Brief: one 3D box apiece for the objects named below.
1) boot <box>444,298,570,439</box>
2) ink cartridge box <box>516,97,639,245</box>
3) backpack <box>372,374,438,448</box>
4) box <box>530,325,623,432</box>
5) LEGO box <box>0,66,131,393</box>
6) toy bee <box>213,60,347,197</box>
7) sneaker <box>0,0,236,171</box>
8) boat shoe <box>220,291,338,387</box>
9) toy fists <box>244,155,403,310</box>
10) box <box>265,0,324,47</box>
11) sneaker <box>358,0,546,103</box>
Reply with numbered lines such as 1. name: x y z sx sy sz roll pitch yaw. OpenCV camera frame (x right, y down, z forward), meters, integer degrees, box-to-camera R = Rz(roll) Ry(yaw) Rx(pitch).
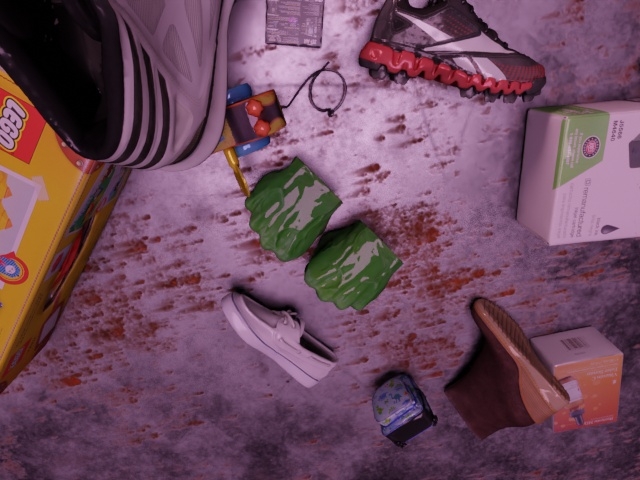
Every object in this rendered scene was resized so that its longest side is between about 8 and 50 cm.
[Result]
1. boot: 0.316 0.257 0.819 0.207 0.090 0.249 -42 80 35
2. ink cartridge box: 0.475 -0.114 0.664 0.272 0.115 0.199 -6 112 -1
3. backpack: 0.154 0.320 0.827 0.105 0.114 0.084 -39 108 10
4. box: 0.502 0.275 0.839 0.129 0.091 0.171 -12 112 2
5. LEGO box: -0.532 -0.053 0.596 0.372 0.193 0.500 30 108 -14
6. toy bee: -0.117 -0.175 0.586 0.298 0.162 0.195 -39 107 12
7. sneaker: -0.160 -0.281 0.370 0.168 0.257 0.448 4 102 0
8. boat shoe: -0.067 0.167 0.774 0.084 0.095 0.258 -40 119 8
9. toy fists: 0.000 0.000 0.701 0.142 0.096 0.279 -45 106 4
10. box: -0.037 -0.315 0.607 0.083 0.018 0.067 2 112 -4
11. sneaker: 0.198 -0.275 0.592 0.275 0.098 0.135 10 114 -6
